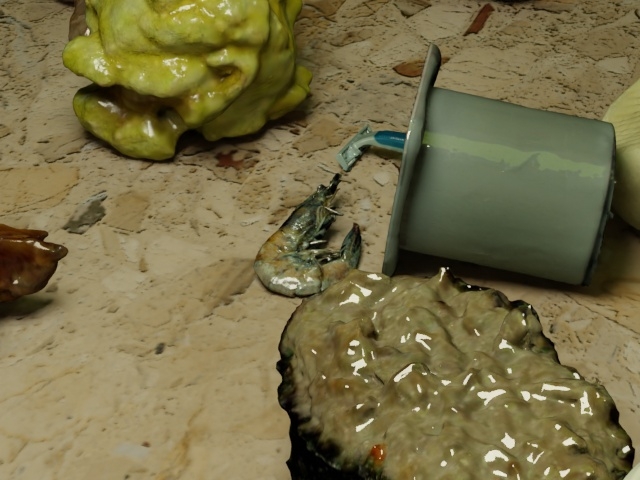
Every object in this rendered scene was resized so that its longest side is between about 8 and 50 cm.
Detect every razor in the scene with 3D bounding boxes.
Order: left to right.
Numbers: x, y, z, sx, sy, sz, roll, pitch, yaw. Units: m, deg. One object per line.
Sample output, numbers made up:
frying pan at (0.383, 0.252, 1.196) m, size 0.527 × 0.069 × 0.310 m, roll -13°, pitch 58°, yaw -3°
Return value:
razor at (0.114, -0.081, 1.703) m, size 0.191 × 0.037 × 0.068 m, roll 15°, pitch 38°, yaw 23°

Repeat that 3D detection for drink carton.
drink carton at (0.161, -0.051, 1.551) m, size 0.189 × 0.191 × 0.185 m, roll 9°, pitch 33°, yaw 0°

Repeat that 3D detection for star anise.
star anise at (-0.334, 0.019, 1.532) m, size 0.212 × 0.111 × 0.196 m, roll -12°, pitch 41°, yaw -26°

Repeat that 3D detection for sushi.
sushi at (0.104, 0.161, 1.252) m, size 0.211 × 0.171 × 0.350 m, roll -18°, pitch 37°, yaw -18°

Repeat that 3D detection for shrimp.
shrimp at (0.000, 0.000, 1.608) m, size 0.091 × 0.034 × 0.161 m, roll 20°, pitch 46°, yaw 11°

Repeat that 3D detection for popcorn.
popcorn at (-0.130, -0.219, 1.732) m, size 0.235 × 0.250 × 0.242 m, roll 23°, pitch 44°, yaw 20°

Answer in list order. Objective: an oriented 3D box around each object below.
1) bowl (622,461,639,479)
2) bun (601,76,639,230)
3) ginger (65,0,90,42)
bowl at (0.324, 0.220, 1.072) m, size 0.277 × 0.145 × 0.277 m, roll 14°, pitch 52°, yaw -19°
bun at (0.373, -0.085, 1.614) m, size 0.229 × 0.145 × 0.229 m, roll -32°, pitch 25°, yaw 17°
ginger at (-0.271, -0.308, 2.005) m, size 0.122 × 0.084 × 0.290 m, roll -5°, pitch 36°, yaw -15°
